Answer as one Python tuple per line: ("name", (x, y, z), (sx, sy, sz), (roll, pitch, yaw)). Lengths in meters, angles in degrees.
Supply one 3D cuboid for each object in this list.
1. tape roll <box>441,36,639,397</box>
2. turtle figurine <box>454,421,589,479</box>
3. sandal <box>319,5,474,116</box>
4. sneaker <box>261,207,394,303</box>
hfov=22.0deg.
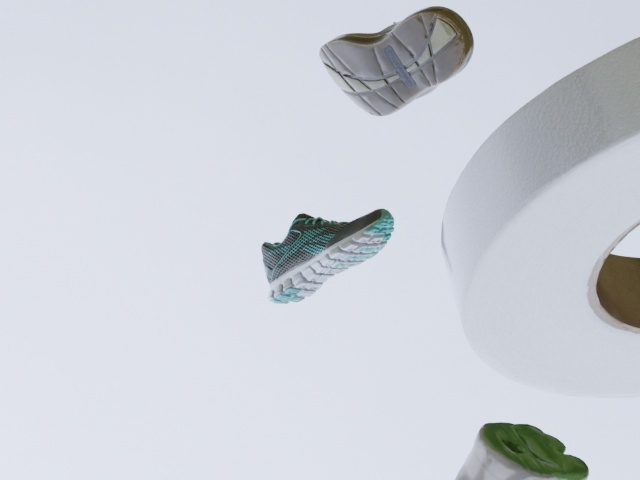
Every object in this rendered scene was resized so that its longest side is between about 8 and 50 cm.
("tape roll", (0.279, -0.015, 1.137), (0.392, 0.392, 0.072), (8, -129, -29))
("turtle figurine", (0.104, 0.256, 0.951), (0.275, 0.266, 0.198), (30, -157, 1))
("sandal", (0.065, -0.142, 1.252), (0.049, 0.180, 0.072), (-38, -78, -31))
("sneaker", (0.000, 0.000, 1.695), (0.065, 0.166, 0.076), (10, -125, -57))
